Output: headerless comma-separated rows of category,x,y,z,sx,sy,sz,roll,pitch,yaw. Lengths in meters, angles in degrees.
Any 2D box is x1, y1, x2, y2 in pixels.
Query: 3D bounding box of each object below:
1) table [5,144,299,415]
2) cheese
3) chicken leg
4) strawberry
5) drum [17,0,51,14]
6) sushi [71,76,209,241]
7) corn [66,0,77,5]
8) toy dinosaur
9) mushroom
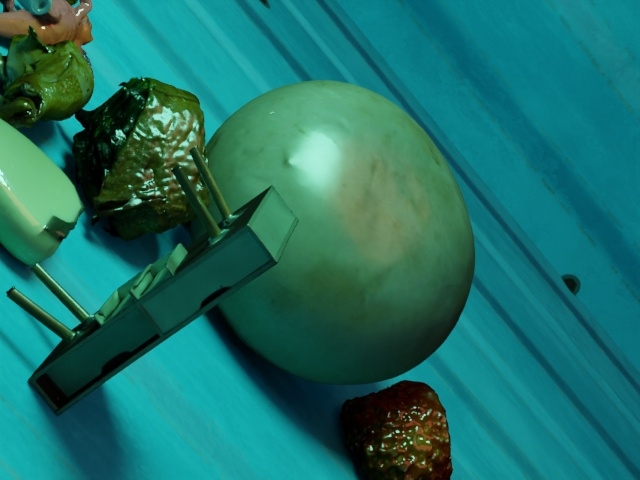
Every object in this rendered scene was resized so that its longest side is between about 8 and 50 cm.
table,-0.152,0.024,1.362,0.111,0.240,0.121,53,16,-9
cheese,-0.320,-0.092,1.462,0.251,0.054,0.127,49,18,-14
chicken leg,-0.290,-0.157,1.611,0.101,0.085,0.207,52,15,-11
strawberry,0.107,0.229,1.897,0.175,0.107,0.236,41,20,-38
drum,-0.314,-0.290,1.682,0.130,0.049,0.253,-7,32,-43
sushi,-0.193,-0.109,1.713,0.287,0.140,0.149,-103,-171,-53
corn,-0.361,-0.381,1.833,0.310,0.101,0.101,46,18,-31
toy dinosaur,-0.303,-0.209,1.761,0.286,0.070,0.139,-40,116,-72
mushroom,0.000,0.000,1.856,0.362,0.294,0.362,18,60,-35
